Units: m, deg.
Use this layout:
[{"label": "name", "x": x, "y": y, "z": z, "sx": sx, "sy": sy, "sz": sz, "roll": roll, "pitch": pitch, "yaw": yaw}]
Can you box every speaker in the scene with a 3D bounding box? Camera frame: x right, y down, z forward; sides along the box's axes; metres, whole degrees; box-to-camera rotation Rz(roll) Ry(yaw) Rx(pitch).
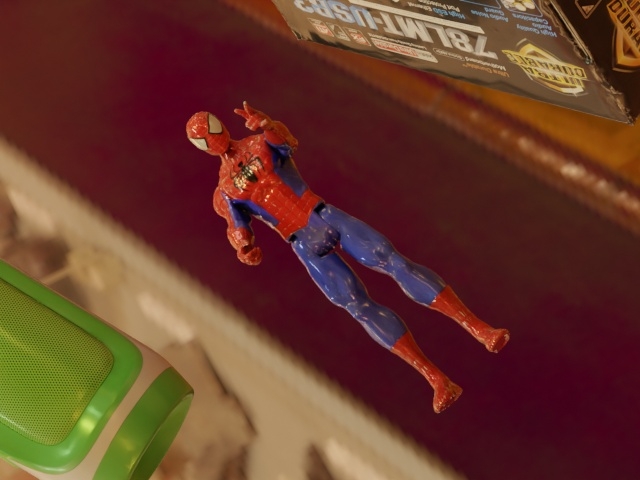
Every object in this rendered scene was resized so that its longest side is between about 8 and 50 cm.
[{"label": "speaker", "x": -0.248, "y": 0.081, "z": 1.492, "sx": 0.296, "sy": 0.131, "sz": 0.131, "roll": 31, "pitch": 145, "yaw": 7}]

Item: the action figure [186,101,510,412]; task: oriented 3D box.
[{"label": "action figure", "x": 0.000, "y": 0.000, "z": 1.409, "sx": 0.280, "sy": 0.091, "sz": 0.139, "roll": 42, "pitch": -173, "yaw": 12}]

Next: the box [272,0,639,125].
[{"label": "box", "x": 0.022, "y": -0.203, "z": 1.085, "sx": 0.295, "sy": 0.073, "sz": 0.293, "roll": 22, "pitch": 160, "yaw": 48}]
